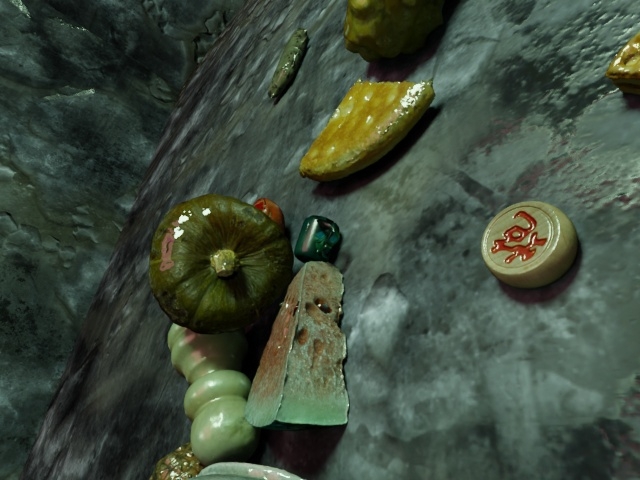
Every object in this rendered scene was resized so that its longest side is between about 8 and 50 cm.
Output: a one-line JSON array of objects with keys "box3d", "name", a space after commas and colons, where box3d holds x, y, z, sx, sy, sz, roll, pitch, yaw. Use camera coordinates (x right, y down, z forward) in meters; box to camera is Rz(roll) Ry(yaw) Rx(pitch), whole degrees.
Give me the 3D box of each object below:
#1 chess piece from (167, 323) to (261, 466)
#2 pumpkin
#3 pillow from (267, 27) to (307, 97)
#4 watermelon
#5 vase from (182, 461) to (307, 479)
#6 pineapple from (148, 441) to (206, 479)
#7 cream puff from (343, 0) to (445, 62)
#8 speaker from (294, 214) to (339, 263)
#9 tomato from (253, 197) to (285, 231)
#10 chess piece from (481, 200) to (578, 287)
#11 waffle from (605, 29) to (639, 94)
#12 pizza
[{"box3d": [-0.159, 0.227, 0.648, 0.133, 0.133, 0.243, -51, 39, 16], "name": "chess piece"}, {"box3d": [-0.153, 0.036, 0.629, 0.219, 0.219, 0.162, -69, 15, -12], "name": "pumpkin"}, {"box3d": [-0.083, -0.509, 1.172, 0.093, 0.051, 0.241, 1, 66, 61], "name": "pillow"}, {"box3d": [-0.027, 0.136, 0.576, 0.154, 0.094, 0.241, -31, 40, 53], "name": "watermelon"}, {"box3d": [-0.002, 0.297, 0.274, 0.445, 0.250, 0.250, -19, 51, 43], "name": "vase"}, {"box3d": [-0.165, 0.380, 0.567, 0.108, 0.108, 0.197, -56, 44, 9], "name": "pineapple"}, {"box3d": [0.138, -0.441, 0.711, 0.282, 0.185, 0.282, 5, -90, -88], "name": "cream puff"}, {"box3d": [-0.004, -0.002, 0.638, 0.094, 0.060, 0.075, 110, 177, -75], "name": "speaker"}, {"box3d": [-0.112, -0.003, 0.802, 0.155, 0.069, 0.155, -46, 32, 40], "name": "tomato"}, {"box3d": [0.194, 0.004, 0.390, 0.083, 0.038, 0.084, -33, 43, 38], "name": "chess piece"}, {"box3d": [0.323, -0.154, 0.323, 0.102, 0.042, 0.148, -53, 33, 10], "name": "waffle"}, {"box3d": [0.070, -0.193, 0.703, 0.292, 0.058, 0.197, -29, 43, 39], "name": "pizza"}]
